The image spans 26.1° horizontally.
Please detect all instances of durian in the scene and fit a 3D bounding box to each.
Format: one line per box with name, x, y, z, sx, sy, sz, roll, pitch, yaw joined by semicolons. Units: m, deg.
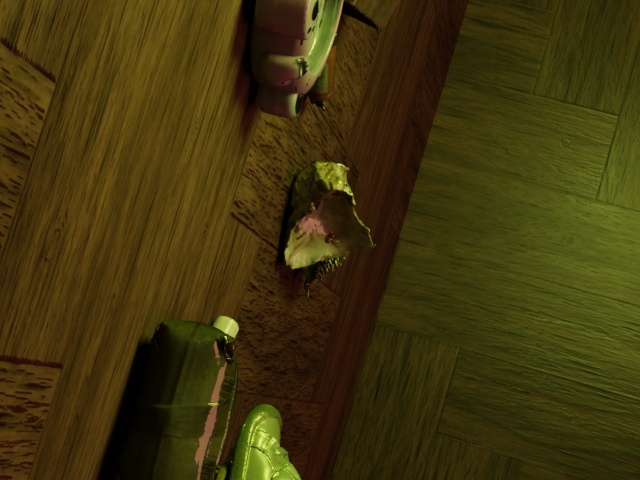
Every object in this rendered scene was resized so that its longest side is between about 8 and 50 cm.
durian;0.010;0.000;2.510;0.221;0.095;0.137;95;14;-55

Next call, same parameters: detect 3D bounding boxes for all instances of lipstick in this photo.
lipstick;-0.160;0.171;1.989;0.040;0.040;0.141;95;15;-46

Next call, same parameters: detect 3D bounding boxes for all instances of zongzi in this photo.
zongzi;-0.173;0.235;1.798;0.274;0.125;0.251;76;30;-82

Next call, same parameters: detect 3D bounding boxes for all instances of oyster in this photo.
oyster;0.004;-0.048;2.345;0.233;0.161;0.107;95;-28;-50

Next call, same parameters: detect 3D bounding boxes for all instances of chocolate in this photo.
chocolate;0.063;-0.405;2.148;0.321;0.112;0.112;-14;127;-79

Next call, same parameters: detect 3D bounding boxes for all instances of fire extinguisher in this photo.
fire extinguisher;-0.001;-0.270;2.168;0.177;0.050;0.062;95;-24;-52

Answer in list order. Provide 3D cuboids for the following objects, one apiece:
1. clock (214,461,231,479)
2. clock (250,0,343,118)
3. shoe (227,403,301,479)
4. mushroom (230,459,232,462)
clock;-0.191;0.467;2.226;0.237;0.057;0.237;12;90;-84
clock;-0.027;-0.303;1.856;0.248;0.090;0.227;96;14;-52
shoe;-0.096;0.398;2.228;0.140;0.128;0.262;114;-5;-54
mushroom;-0.125;0.412;2.468;0.210;0.072;0.094;-31;145;-76
